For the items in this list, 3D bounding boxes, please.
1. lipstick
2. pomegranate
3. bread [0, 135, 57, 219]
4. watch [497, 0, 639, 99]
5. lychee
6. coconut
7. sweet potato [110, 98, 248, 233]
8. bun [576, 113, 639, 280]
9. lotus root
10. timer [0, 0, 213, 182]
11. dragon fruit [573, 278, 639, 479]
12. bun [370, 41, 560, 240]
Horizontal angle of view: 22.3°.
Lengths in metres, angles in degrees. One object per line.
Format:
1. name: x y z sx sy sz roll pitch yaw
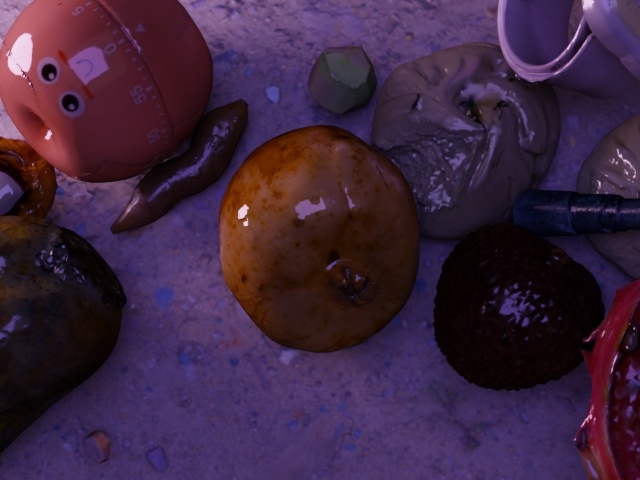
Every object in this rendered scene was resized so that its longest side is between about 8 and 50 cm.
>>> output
1. lipstick: 0.312 -0.025 1.724 0.234 0.053 0.053 4 76 44
2. pomegranate: 0.000 0.000 1.761 0.248 0.248 0.248 -1 78 7
3. bread: -0.426 -0.027 1.898 0.269 0.095 0.139 -33 74 14
4. watch: 0.289 -0.283 1.749 0.210 0.217 0.248 9 80 -34
5. lychee: 0.206 0.073 1.747 0.194 0.194 0.194 -1 78 7
6. coconut: 0.026 -0.186 1.876 0.082 0.081 0.083 -12 58 -25
7. sweet potato: -0.157 -0.078 1.889 0.065 0.051 0.218 44 87 9
8. bun: 0.392 -0.051 1.778 0.222 0.127 0.222 -1 79 5
9. lotus root: -0.384 0.119 1.782 0.346 0.250 0.250 -34 77 1
10. timer: -0.242 -0.184 1.829 0.215 0.229 0.229 -40 76 -16
11. dragon fruit: 0.437 0.165 1.675 0.371 0.249 0.386 26 86 -5
12. bun: 0.158 -0.119 1.826 0.210 0.116 0.237 21 79 10
